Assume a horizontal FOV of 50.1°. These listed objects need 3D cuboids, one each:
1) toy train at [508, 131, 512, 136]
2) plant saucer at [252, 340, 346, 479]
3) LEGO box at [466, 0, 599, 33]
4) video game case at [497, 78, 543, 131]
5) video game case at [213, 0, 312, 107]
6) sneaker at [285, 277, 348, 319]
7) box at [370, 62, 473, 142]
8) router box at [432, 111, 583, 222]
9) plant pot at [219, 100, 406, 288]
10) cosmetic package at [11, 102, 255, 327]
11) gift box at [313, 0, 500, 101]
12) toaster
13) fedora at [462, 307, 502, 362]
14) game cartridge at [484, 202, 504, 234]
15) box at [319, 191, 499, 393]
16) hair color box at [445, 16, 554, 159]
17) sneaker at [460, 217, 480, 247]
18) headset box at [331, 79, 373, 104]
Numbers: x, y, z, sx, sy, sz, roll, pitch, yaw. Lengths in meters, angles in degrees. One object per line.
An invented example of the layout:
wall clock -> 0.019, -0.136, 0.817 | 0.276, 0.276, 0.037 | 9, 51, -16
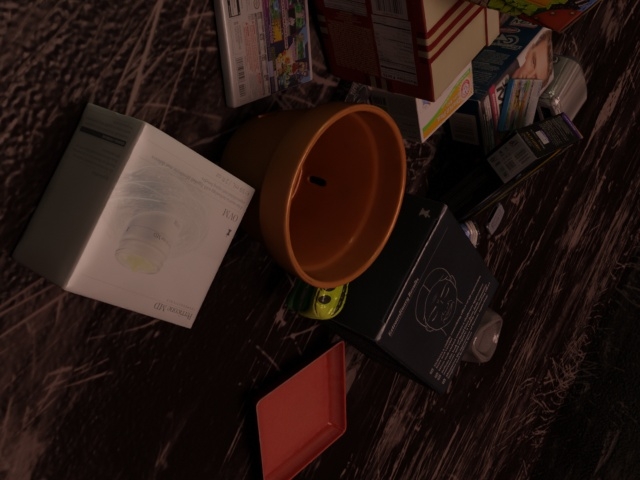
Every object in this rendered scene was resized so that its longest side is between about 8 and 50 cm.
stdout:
toy train -> 0.476, -0.239, 1.814 | 0.036, 0.027, 0.158 | 28, 84, -64
plant saucer -> -0.046, 0.361, 1.425 | 0.259, 0.048, 0.258 | -30, 128, -41
LEGO box -> 0.238, -0.593, 0.939 | 0.373, 0.193, 0.500 | 12, 74, -14
video game case -> 0.467, -0.317, 1.597 | 0.166, 0.015, 0.119 | -16, 121, -49
video game case -> -0.086, -0.328, 1.068 | 0.183, 0.023, 0.201 | -31, 128, -40
sneaker -> 0.000, 0.000, 1.263 | 0.109, 0.124, 0.295 | 48, 50, -49
box -> 0.207, -0.300, 1.373 | 0.203, 0.114, 0.103 | -45, 137, -31
router box -> 0.423, -0.157, 1.590 | 0.243, 0.081, 0.309 | -23, 166, -44
plant pot -> -0.027, -0.090, 1.103 | 0.291, 0.204, 0.290 | -27, 126, -43
cosmetic package -> -0.242, -0.025, 0.922 | 0.224, 0.138, 0.224 | 30, 84, -53
gift box -> 0.159, -0.422, 1.128 | 0.258, 0.255, 0.276 | -48, 148, -27
toaster -> 0.632, -0.389, 1.856 | 0.146, 0.129, 0.227 | -57, 144, -10
fedora -> 0.415, 0.255, 1.889 | 0.275, 0.124, 0.243 | 16, 94, -53
game cartridge -> 0.489, -0.059, 1.923 | 0.083, 0.017, 0.056 | -58, 138, -14
box -> 0.178, 0.109, 1.449 | 0.293, 0.212, 0.395 | -60, 143, -11
hair color box -> 0.428, -0.368, 1.625 | 0.347, 0.105, 0.174 | -48, 139, -26
sneaker -> 0.350, 0.033, 1.759 | 0.081, 0.080, 0.211 | -12, 129, -10
headset box -> 0.059, -0.270, 1.269 | 0.062, 0.032, 0.083 | 30, 84, -53
